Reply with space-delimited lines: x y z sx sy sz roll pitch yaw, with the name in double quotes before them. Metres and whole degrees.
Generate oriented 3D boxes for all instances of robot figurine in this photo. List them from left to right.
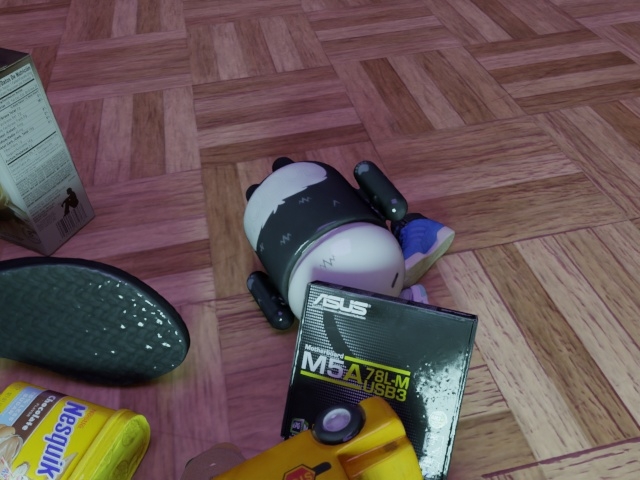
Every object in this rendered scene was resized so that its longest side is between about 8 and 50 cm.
"robot figurine" 0.000 0.002 0.785 0.173 0.209 0.278 -9 42 -29

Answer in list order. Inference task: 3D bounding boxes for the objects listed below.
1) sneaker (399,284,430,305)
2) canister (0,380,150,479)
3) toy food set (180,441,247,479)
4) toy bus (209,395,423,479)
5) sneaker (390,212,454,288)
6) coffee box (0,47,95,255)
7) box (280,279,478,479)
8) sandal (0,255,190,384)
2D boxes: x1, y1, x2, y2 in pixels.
"sneaker" 0.122 0.104 0.767 0.069 0.038 0.098 -14 35 -9
"canister" -0.297 0.233 0.630 0.169 0.073 0.126 10 45 16
"toy food set" -0.116 0.266 0.620 0.082 0.020 0.083 -28 49 -24
"toy bus" -0.056 0.275 0.505 0.332 0.108 0.130 -24 27 -11
"sneaker" 0.128 0.009 0.846 0.084 0.058 0.152 33 50 25
"coffee box" -0.491 -0.138 0.869 0.168 0.297 0.119 16 47 20
"box" 0.062 0.152 0.626 0.190 0.184 0.045 12 7 15
"sandal" -0.376 0.079 0.743 0.444 0.168 0.107 6 26 9
